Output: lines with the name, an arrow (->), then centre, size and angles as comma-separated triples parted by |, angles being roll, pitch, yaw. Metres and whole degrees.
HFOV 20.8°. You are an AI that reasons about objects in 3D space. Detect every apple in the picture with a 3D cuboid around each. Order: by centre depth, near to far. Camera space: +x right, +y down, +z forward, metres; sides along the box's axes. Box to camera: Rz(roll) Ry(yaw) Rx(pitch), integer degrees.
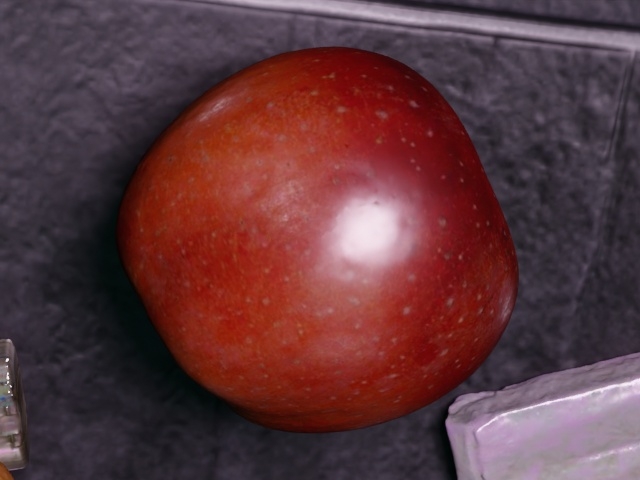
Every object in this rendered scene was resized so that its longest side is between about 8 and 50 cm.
apple -> 0.000, 0.000, 0.987 | 0.201, 0.218, 0.218 | -33, 111, 2

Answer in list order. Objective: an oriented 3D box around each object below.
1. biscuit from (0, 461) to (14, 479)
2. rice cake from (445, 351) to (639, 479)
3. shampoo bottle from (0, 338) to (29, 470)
biscuit -> -0.282, 0.198, 1.073 | 0.202, 0.047, 0.334 | -3, 125, -7
rice cake -> 0.233, 0.120, 1.150 | 0.298, 0.050, 0.106 | -14, 112, -2
shampoo bottle -> -0.298, 0.114, 1.076 | 0.227, 0.056, 0.086 | -7, 116, -4
